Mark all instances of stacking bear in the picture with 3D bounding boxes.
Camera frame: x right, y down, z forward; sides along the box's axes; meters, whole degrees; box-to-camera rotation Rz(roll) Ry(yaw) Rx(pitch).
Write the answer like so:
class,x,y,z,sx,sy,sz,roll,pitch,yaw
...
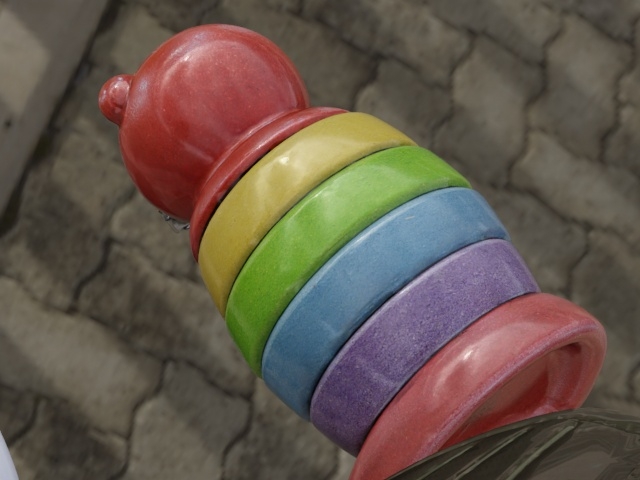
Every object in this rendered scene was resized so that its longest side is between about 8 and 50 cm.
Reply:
class,x,y,z,sx,sy,sz,roll,pitch,yaw
stacking bear,0.000,0.000,0.991,0.175,0.164,0.289,-32,66,-25

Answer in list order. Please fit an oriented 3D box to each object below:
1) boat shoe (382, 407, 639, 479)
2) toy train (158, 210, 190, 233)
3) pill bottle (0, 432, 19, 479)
class,x,y,z,sx,sy,sz,roll,pitch,yaw
boat shoe,0.106,0.119,0.606,0.110,0.307,0.104,-34,100,-33
toy train,-0.050,-0.043,1.208,0.158,0.036,0.027,-30,77,-41
pill bottle,-0.480,0.276,1.609,0.407,0.229,0.229,-17,67,-27
